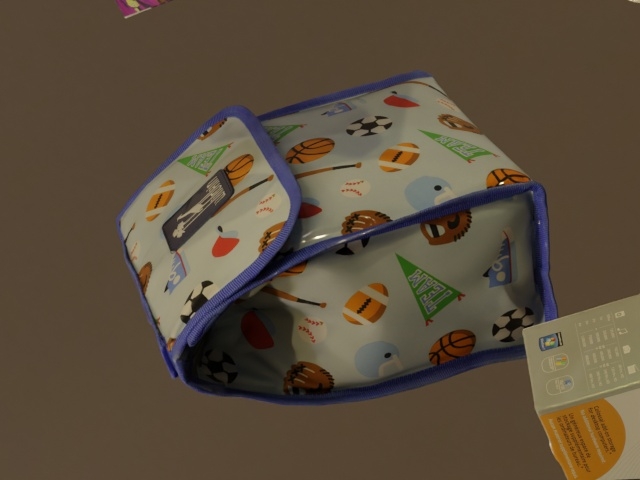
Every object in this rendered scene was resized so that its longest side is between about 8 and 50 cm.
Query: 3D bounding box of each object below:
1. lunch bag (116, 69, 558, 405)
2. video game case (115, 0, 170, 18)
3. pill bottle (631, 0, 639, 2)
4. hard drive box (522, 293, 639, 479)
[{"bbox_3d":[0.000,0.000,1.683,0.385,0.328,0.239,-16,-62,-9],"label":"lunch bag"},{"bbox_3d":[-0.169,-0.327,1.501,0.042,0.210,0.232,-42,-69,-34],"label":"video game case"},{"bbox_3d":[0.338,-0.317,1.493,0.136,0.136,0.246,-27,-12,-27],"label":"pill bottle"},{"bbox_3d":[0.284,0.118,1.189,0.232,0.089,0.181,-19,-53,13],"label":"hard drive box"}]
